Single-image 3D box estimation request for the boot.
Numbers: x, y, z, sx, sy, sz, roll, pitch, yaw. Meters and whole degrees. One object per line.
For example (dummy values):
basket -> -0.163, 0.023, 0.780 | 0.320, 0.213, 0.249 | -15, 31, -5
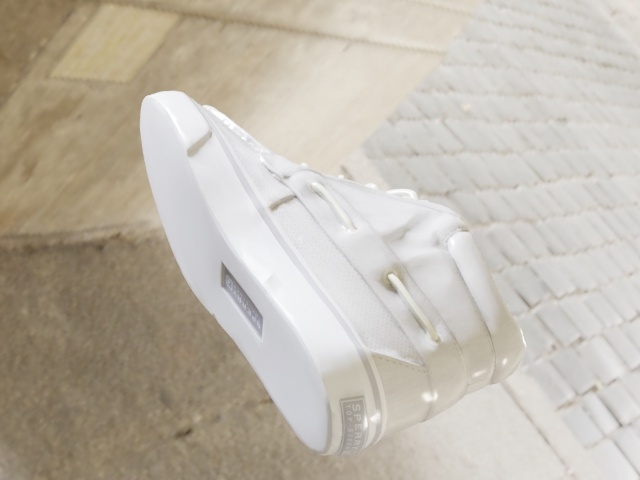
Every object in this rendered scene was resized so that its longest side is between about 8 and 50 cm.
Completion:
boot -> 0.000, 0.000, 0.648 | 0.123, 0.095, 0.258 | -16, 50, -24
